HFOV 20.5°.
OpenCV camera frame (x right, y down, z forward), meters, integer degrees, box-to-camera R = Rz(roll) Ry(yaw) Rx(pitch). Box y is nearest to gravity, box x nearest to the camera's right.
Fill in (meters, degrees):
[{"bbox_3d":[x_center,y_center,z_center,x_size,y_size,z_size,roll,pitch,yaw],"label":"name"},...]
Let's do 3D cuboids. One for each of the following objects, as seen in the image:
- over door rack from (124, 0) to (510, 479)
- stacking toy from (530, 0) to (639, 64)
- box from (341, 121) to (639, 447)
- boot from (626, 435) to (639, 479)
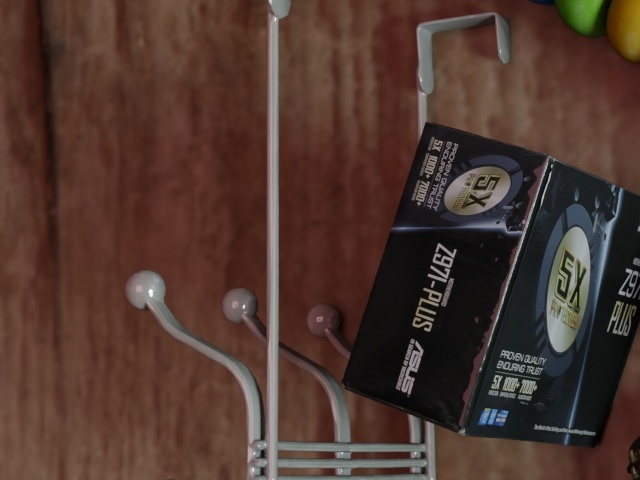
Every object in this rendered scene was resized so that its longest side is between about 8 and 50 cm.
[{"bbox_3d":[0.000,0.000,0.998,0.108,0.239,0.324,9,88,25],"label":"over door rack"},{"bbox_3d":[0.180,-0.158,0.984,0.330,0.141,0.141,43,104,23],"label":"stacking toy"},{"bbox_3d":[0.107,0.029,0.962,0.078,0.180,0.147,19,91,32],"label":"box"},{"bbox_3d":[0.175,0.176,0.972,0.198,0.077,0.137,-27,65,10],"label":"boot"}]
